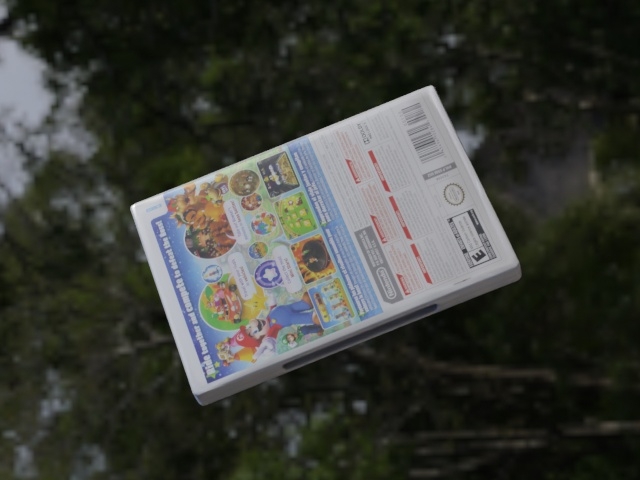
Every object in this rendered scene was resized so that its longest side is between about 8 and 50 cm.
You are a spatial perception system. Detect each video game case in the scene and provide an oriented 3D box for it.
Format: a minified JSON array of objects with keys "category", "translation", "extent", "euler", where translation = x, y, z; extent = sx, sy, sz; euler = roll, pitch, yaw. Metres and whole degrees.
[{"category":"video game case","translation":[0.000,0.000,0.633],"extent":[0.011,0.122,0.087],"euler":[70,178,-58]}]
